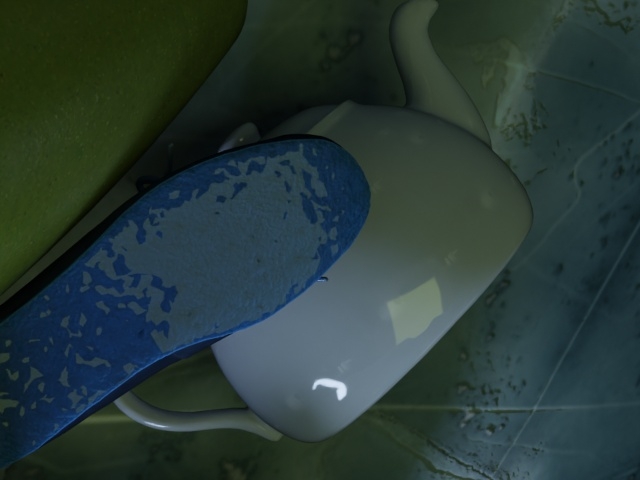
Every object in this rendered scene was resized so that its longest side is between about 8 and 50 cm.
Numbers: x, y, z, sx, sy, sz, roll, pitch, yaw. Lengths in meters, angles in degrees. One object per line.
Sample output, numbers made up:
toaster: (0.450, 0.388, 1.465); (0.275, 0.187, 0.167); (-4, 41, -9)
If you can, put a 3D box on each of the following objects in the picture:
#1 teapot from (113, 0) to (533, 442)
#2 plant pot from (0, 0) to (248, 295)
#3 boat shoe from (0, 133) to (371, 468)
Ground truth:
teapot: (0.000, 0.000, 0.689); (0.187, 0.252, 0.256); (43, 42, 1)
plant pot: (-0.188, -0.100, 0.519); (0.293, 0.275, 0.275); (-35, 123, -30)
boat shoe: (-0.098, 0.017, 0.548); (0.258, 0.089, 0.109); (-27, 102, -6)
